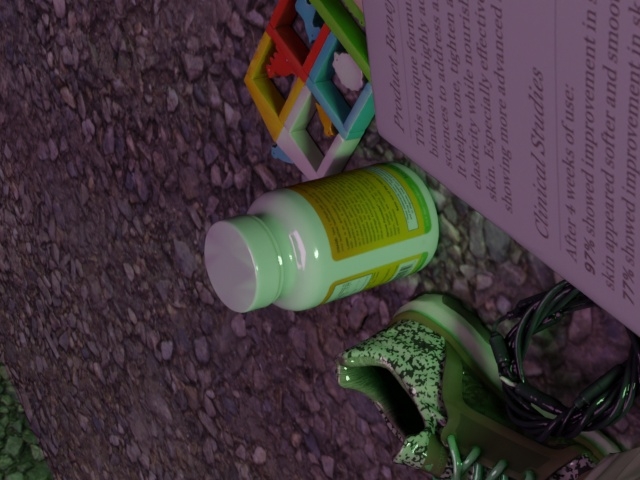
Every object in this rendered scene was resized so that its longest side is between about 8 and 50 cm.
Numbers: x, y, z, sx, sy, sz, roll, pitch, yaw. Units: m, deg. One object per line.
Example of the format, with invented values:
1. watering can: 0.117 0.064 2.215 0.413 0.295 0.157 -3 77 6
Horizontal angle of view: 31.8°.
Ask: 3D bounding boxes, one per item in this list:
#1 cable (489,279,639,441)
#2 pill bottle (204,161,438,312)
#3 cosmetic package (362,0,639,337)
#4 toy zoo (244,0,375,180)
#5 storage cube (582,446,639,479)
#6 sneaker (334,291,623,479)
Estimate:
1. cable: 0.245 0.114 1.089 0.184 0.047 0.150 -22 60 39
2. pill bottle: 0.000 0.000 1.246 0.136 0.246 0.136 24 122 47
3. cosmetic package: 0.249 -0.172 0.650 0.394 0.327 0.329 45 153 45
4. toy zoo: -0.006 -0.199 1.360 0.192 0.030 0.293 57 141 22
5. storage cube: 0.292 0.298 0.948 0.193 0.215 0.183 46 161 5
6. sneaker: 0.161 0.229 1.177 0.410 0.182 0.158 43 134 35
